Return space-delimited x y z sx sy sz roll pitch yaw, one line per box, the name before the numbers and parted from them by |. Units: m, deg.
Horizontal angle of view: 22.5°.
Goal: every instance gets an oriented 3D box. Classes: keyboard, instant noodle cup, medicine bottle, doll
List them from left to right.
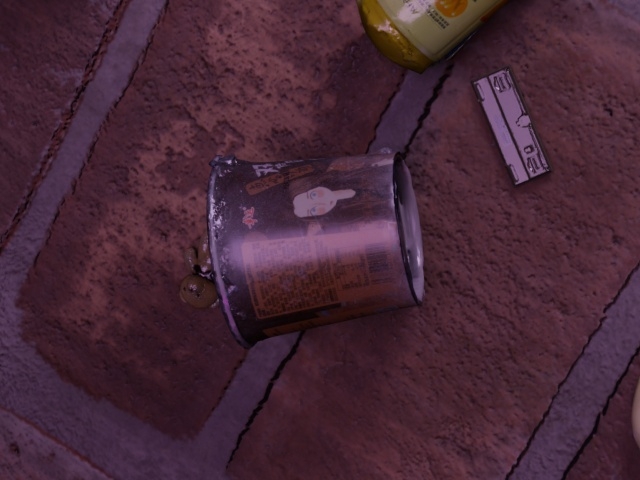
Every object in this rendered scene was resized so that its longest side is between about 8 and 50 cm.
doll | -0.134 0.033 1.896 0.062 0.051 0.093 19 71 15
instant noodle cup | 0.000 0.000 1.764 0.207 0.217 0.217 -7 93 11
medicine bottle | 0.149 -0.286 1.733 0.239 0.124 0.124 -42 83 17
keyboard | 0.212 -0.126 1.783 0.049 0.015 0.129 -23 89 23

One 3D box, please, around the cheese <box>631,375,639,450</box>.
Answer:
cheese | 0.406 0.108 1.727 0.127 0.054 0.251 6 97 13
